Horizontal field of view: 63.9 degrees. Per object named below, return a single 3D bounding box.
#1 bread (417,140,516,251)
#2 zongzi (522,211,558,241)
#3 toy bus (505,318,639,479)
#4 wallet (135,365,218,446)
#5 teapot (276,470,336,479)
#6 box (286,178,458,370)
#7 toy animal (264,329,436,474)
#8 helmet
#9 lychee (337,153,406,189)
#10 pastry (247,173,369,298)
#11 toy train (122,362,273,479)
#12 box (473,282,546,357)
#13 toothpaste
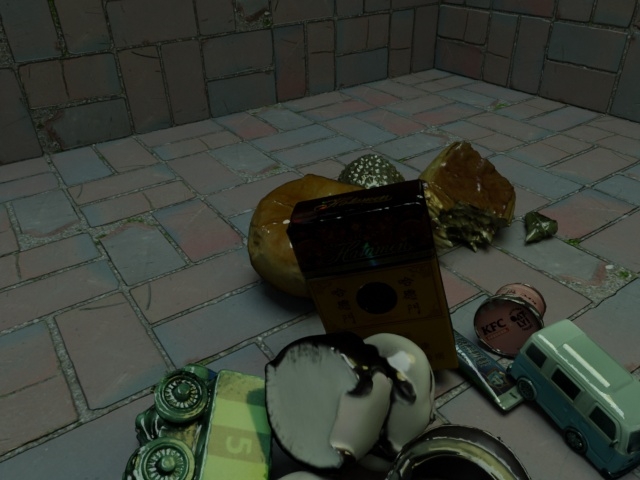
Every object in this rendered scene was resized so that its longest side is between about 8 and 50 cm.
[{"bbox_3d":[0.413,-0.108,1.577,0.314,0.191,0.370,43,52,-6],"label":"bread"},{"bbox_3d":[0.659,-0.049,1.645,0.131,0.062,0.154,-24,31,-11],"label":"zongzi"},{"bbox_3d":[0.514,0.291,0.989,0.133,0.164,0.271,-17,45,-23],"label":"toy bus"},{"bbox_3d":[-0.261,0.351,1.041,0.141,0.059,0.202,15,36,28],"label":"wallet"},{"bbox_3d":[-0.031,0.462,0.763,0.298,0.139,0.204,-27,84,-48],"label":"teapot"},{"bbox_3d":[0.118,0.094,1.057,0.265,0.415,0.115,-9,31,15],"label":"box"},{"bbox_3d":[0.076,0.277,0.927,0.251,0.250,0.310,32,8,41],"label":"toy animal"},{"bbox_3d":[0.193,0.443,0.769,0.225,0.177,0.305,24,33,25],"label":"helmet"},{"bbox_3d":[0.169,-0.138,1.630,0.256,0.274,0.255,0,1,0],"label":"lychee"},{"bbox_3d":[0.000,0.000,1.400,0.410,0.244,0.409,-2,44,2],"label":"pastry"},{"bbox_3d":[-0.204,0.360,0.878,0.239,0.166,0.298,17,45,-14],"label":"toy train"},{"bbox_3d":[0.455,0.179,1.210,0.151,0.151,0.135,18,28,28],"label":"box"},{"bbox_3d":[0.300,0.240,1.189,0.099,0.061,0.392,-18,39,-32],"label":"toothpaste"}]
